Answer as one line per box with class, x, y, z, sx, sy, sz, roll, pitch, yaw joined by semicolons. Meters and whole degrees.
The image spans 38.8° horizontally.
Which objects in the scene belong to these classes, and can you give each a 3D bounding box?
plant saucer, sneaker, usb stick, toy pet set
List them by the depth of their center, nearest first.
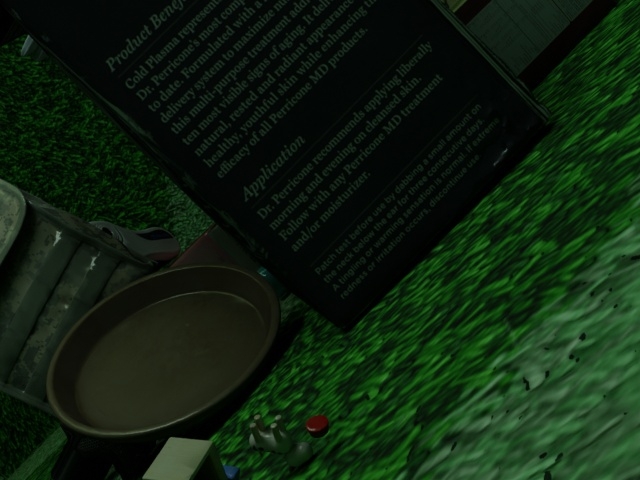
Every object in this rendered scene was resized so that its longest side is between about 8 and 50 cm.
toy pet set;-0.056;0.172;0.575;0.114;0.065;0.122;-1;32;26
plant saucer;-0.173;0.126;1.030;0.278;0.041;0.278;-13;35;9
sneaker;-0.197;0.207;1.098;0.227;0.130;0.087;-17;2;-8
usb stick;-0.271;0.219;1.188;0.278;0.077;0.045;-60;39;20
sneaker;-0.316;0.040;1.381;0.121;0.079;0.217;-46;-24;21

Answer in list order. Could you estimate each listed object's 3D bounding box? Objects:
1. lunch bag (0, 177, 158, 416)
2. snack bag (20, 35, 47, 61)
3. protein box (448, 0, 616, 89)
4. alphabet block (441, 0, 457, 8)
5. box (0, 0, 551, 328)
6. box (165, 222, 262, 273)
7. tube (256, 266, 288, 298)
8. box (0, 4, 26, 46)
lunch bag;-0.391;0.063;1.185;0.235;0.287;0.169;-62;7;-3
snack bag;-0.236;-0.406;1.220;0.342;0.037;0.323;-40;7;44
protein box;0.231;-0.266;1.186;0.201;0.136;0.200;-44;7;-8
alphabet block;0.323;-0.461;1.611;0.193;0.197;0.192;-46;7;-16
box;-0.074;-0.181;1.032;0.297;0.472;0.480;-44;6;-5
box;-0.181;0.086;1.438;0.232;0.148;0.127;-42;6;24
tube;0.000;0.000;1.338;0.207;0.052;0.080;-40;10;-10
box;-0.323;-0.333;0.976;0.261;0.103;0.184;-45;10;33
